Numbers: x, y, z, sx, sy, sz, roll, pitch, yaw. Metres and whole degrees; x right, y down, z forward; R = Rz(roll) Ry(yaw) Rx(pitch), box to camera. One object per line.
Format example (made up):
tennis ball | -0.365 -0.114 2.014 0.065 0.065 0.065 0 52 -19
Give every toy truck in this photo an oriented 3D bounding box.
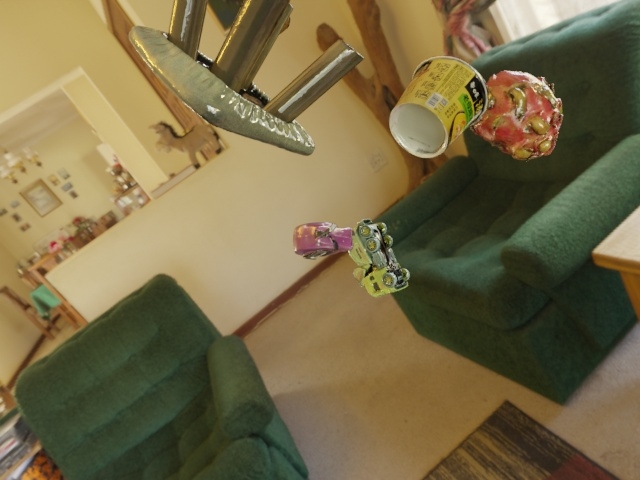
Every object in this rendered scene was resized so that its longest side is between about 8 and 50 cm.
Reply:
toy truck | 0.126 0.048 1.122 0.116 0.191 0.085 -31 -10 35

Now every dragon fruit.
dragon fruit | 0.628 -0.386 1.448 0.269 0.291 0.250 -10 -28 -38

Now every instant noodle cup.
instant noodle cup | 0.198 -0.228 0.802 0.122 0.151 0.151 -47 22 -26

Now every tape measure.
tape measure | 0.000 0.000 1.038 0.118 0.074 0.125 7 -17 -38

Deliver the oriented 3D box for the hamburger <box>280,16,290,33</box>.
hamburger | -0.135 -0.571 1.176 0.102 0.087 0.176 -53 1 -9

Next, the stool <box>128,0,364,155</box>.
stool | -0.123 -0.334 0.812 0.310 0.310 0.226 3 -51 -56
